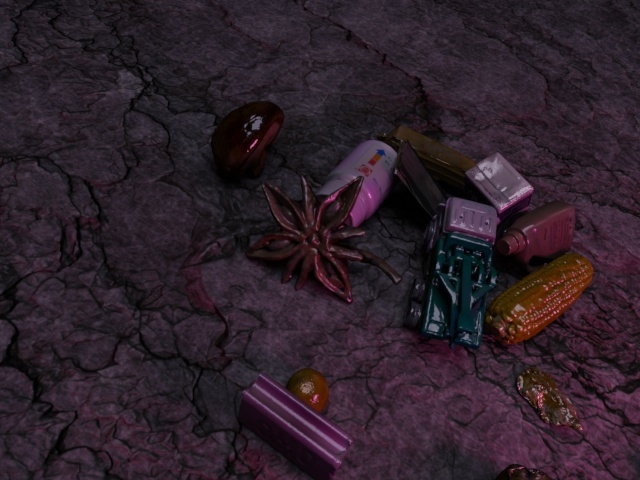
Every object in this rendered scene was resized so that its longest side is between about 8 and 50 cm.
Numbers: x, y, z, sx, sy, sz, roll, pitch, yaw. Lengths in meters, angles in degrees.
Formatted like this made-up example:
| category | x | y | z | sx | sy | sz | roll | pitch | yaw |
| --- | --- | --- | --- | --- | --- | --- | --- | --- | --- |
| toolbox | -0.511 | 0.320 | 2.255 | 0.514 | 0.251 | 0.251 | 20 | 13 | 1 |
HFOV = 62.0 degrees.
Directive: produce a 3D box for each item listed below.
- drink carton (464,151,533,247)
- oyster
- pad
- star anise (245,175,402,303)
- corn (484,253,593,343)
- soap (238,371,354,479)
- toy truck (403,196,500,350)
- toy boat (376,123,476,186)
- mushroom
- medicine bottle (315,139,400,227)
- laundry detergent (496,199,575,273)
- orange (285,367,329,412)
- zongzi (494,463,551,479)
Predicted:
| category | x | y | z | sx | sy | sz | roll | pitch | yaw |
| --- | --- | --- | --- | --- | --- | --- | --- | --- | --- |
| drink carton | 0.438 | -0.095 | 1.331 | 0.102 | 0.222 | 0.134 | -34 | 61 | -2 |
| oyster | 0.476 | 0.330 | 1.126 | 0.122 | 0.045 | 0.146 | 5 | 49 | 9 |
| pad | 0.266 | -0.137 | 1.364 | 0.233 | 0.022 | 0.174 | 50 | 35 | -19 |
| star anise | -0.001 | -0.002 | 1.192 | 0.350 | 0.292 | 0.109 | -4 | 16 | 12 |
| corn | 0.515 | 0.128 | 1.242 | 0.363 | 0.120 | 0.120 | -28 | 62 | -31 |
| soap | -0.047 | 0.333 | 0.941 | 0.203 | 0.122 | 0.065 | 32 | 51 | 15 |
| toy truck | 0.306 | 0.077 | 1.179 | 0.177 | 0.178 | 0.363 | 15 | 57 | 1 |
| toy boat | 0.288 | -0.220 | 1.472 | 0.310 | 0.115 | 0.089 | 26 | 51 | 5 |
| mushroom | -0.189 | -0.268 | 1.350 | 0.138 | 0.194 | 0.231 | 25 | 40 | 7 |
| medicine bottle | 0.090 | -0.130 | 1.330 | 0.152 | 0.152 | 0.254 | 31 | 53 | 12 |
| laundry detergent | 0.527 | 0.011 | 1.311 | 0.237 | 0.171 | 0.076 | -24 | 31 | -28 |
| orange | -0.026 | 0.285 | 1.009 | 0.085 | 0.085 | 0.095 | 15 | 27 | -1 |
| zongzi | 0.257 | 0.497 | 0.886 | 0.289 | 0.123 | 0.260 | 8 | 46 | -1 |
